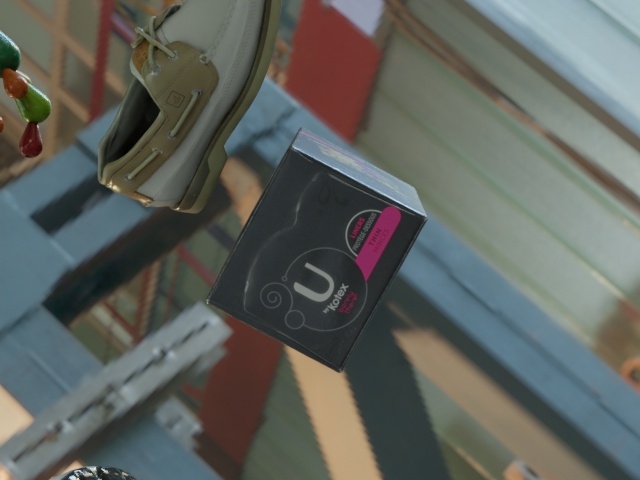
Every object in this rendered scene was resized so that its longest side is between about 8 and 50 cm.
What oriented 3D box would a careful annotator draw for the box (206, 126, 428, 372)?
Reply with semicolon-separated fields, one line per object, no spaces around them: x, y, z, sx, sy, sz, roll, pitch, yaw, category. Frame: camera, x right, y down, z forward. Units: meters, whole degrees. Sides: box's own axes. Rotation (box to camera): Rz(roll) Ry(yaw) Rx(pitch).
0.000;0.000;1.403;0.165;0.143;0.270;-62;2;8;box

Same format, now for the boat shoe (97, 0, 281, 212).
-0.120;-0.154;1.321;0.103;0.113;0.302;7;-57;-24;boat shoe

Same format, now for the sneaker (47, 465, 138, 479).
-0.217;0.244;0.925;0.182;0.158;0.410;-34;-30;22;sneaker

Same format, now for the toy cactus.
-0.324;-0.176;1.268;0.112;0.219;0.180;156;133;-75;toy cactus
